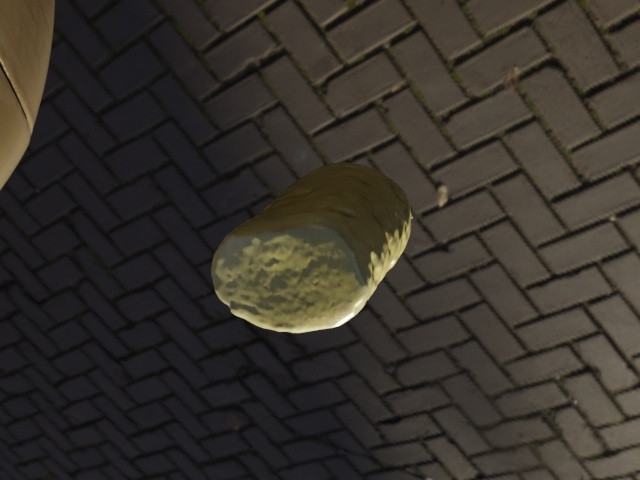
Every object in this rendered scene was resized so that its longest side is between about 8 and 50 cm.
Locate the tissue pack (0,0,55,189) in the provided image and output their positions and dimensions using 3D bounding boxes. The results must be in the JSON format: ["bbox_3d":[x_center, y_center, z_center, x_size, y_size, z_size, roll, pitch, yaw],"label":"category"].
[{"bbox_3d":[-0.304,-0.143,0.396,0.267,0.277,0.387,-2,152,11],"label":"tissue pack"}]

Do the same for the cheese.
[{"bbox_3d":[0.000,0.000,0.700,0.123,0.167,0.094,3,109,19],"label":"cheese"}]
